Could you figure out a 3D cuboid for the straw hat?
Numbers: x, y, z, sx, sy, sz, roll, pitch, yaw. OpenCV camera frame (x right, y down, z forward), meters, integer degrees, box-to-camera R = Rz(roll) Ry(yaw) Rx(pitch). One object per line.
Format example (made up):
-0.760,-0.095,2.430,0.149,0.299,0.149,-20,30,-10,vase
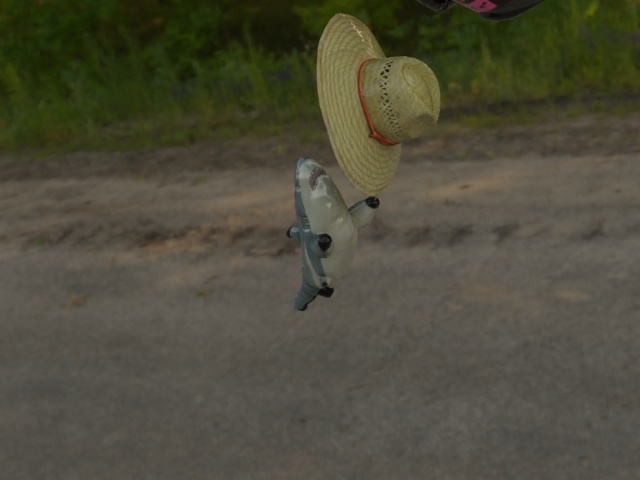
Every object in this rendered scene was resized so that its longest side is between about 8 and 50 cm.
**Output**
0.057,-0.107,0.801,0.061,0.144,0.144,-7,20,29,straw hat

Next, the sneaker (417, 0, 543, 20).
0.088,-0.255,0.758,0.482,0.202,0.185,-14,5,-17,sneaker

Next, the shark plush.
0.000,0.000,0.901,0.067,0.161,0.073,36,63,20,shark plush
